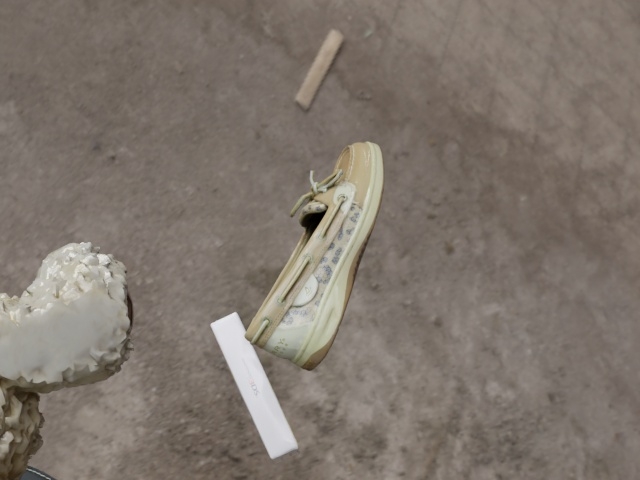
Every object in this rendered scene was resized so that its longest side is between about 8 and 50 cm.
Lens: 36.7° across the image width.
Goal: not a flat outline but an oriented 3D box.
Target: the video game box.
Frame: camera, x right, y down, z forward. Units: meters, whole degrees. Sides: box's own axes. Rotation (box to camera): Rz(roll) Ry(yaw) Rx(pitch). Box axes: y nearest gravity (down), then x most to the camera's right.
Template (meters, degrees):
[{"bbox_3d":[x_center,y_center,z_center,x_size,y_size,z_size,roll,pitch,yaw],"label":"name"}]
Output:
[{"bbox_3d":[-0.091,0.218,1.383,0.048,0.187,0.205,-24,76,-9],"label":"video game box"}]

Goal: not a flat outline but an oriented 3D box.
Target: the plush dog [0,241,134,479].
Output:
[{"bbox_3d":[-0.263,0.123,0.648,0.210,0.225,0.262,15,74,-29],"label":"plush dog"}]

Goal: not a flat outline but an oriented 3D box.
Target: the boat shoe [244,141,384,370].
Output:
[{"bbox_3d":[0.000,0.000,1.072,0.089,0.104,0.285,22,60,-9],"label":"boat shoe"}]

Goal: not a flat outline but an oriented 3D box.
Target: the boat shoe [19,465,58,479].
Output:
[{"bbox_3d":[-0.298,0.389,1.293,0.302,0.091,0.114,38,18,-6],"label":"boat shoe"}]
